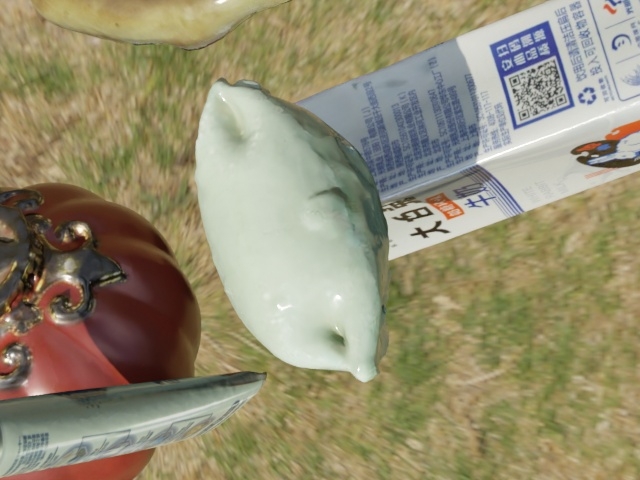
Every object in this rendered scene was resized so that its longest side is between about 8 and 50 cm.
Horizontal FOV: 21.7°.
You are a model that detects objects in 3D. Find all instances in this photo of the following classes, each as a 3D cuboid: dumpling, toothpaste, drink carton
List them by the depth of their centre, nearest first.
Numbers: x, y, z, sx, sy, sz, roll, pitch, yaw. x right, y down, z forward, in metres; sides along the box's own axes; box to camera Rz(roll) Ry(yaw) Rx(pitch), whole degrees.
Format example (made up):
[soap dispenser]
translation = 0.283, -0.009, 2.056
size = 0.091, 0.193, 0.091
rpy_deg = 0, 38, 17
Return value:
[toothpaste]
translation = -0.117, 0.099, 0.906
size = 0.062, 0.239, 0.039
rpy_deg = -44, 66, 28
[dumpling]
translation = 0.003, -0.006, 1.029
size = 0.149, 0.105, 0.217
rpy_deg = -4, 60, -40
[drink carton]
translation = 0.126, -0.085, 1.216
size = 0.315, 0.130, 0.107
rpy_deg = -20, 66, 18

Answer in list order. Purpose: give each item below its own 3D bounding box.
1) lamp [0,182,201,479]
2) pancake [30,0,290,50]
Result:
[lamp]
translation = -0.187, 0.065, 1.037
size = 0.226, 0.227, 0.227
rpy_deg = 0, 87, -6
[pancake]
translation = -0.049, -0.187, 0.654
size = 0.212, 0.029, 0.235
rpy_deg = 29, 101, 26
